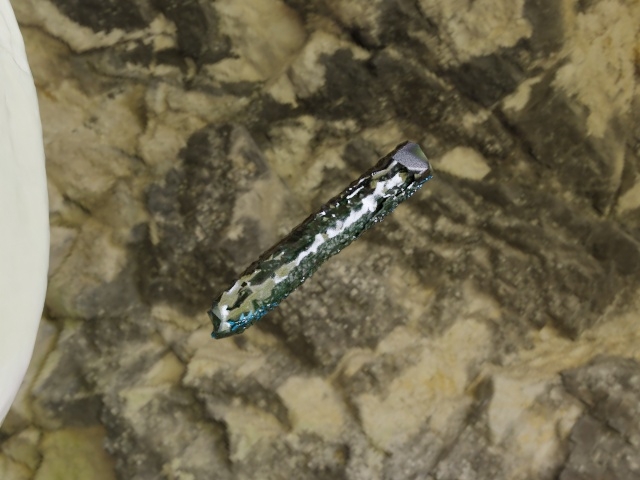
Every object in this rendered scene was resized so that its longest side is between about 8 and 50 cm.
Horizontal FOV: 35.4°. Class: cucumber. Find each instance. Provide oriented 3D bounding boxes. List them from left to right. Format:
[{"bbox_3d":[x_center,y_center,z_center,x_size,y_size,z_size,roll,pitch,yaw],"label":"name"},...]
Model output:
[{"bbox_3d":[0.000,-0.001,0.833,0.043,0.256,0.044,51,-28,-2],"label":"cucumber"}]

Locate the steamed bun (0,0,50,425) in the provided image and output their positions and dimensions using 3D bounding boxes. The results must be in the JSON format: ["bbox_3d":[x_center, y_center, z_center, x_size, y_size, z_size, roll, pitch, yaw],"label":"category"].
[{"bbox_3d":[-0.315,-0.064,0.361,0.371,0.290,0.456,-26,-89,23],"label":"steamed bun"}]
